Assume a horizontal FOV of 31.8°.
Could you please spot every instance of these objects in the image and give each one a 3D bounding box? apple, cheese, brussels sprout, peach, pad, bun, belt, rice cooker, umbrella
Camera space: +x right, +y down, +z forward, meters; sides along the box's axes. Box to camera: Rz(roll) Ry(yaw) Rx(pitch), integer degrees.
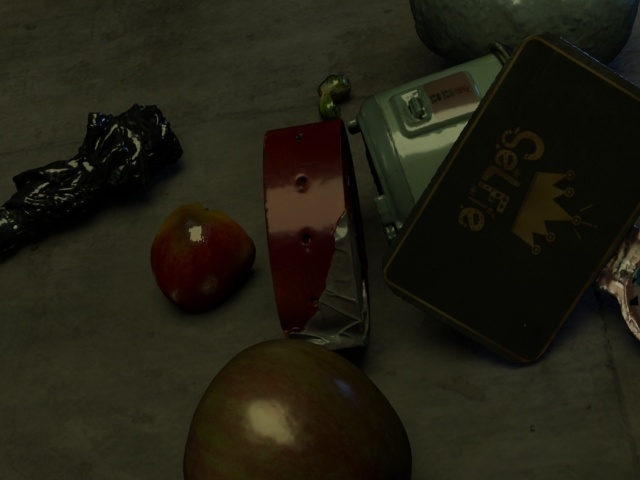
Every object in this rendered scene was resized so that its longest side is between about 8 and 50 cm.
[{"bbox_3d":[-0.023,0.248,1.269,0.233,0.257,0.257,21,59,25],"label":"apple"},{"bbox_3d":[0.432,0.051,1.404,0.286,0.074,0.189,29,76,19],"label":"cheese"},{"bbox_3d":[0.018,-0.226,1.781,0.051,0.046,0.083,3,53,25],"label":"brussels sprout"},{"bbox_3d":[-0.174,0.025,1.575,0.151,0.151,0.118,4,40,17],"label":"peach"},{"bbox_3d":[0.232,-0.057,1.355,0.315,0.063,0.375,30,100,-4],"label":"pad"},{"bbox_3d":[0.294,-0.353,1.684,0.361,0.211,0.362,2,35,-2],"label":"bun"},{"bbox_3d":[0.000,0.000,1.486,0.115,0.227,0.324,-8,69,8],"label":"belt"},{"bbox_3d":[0.204,-0.115,1.503,0.316,0.264,0.317,-10,47,11],"label":"rice cooker"},{"bbox_3d":[-0.382,-0.107,1.736,0.336,0.128,0.154,-24,52,-2],"label":"umbrella"}]
